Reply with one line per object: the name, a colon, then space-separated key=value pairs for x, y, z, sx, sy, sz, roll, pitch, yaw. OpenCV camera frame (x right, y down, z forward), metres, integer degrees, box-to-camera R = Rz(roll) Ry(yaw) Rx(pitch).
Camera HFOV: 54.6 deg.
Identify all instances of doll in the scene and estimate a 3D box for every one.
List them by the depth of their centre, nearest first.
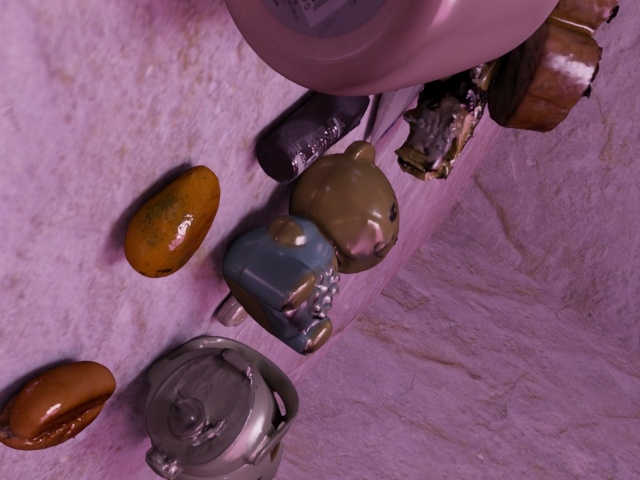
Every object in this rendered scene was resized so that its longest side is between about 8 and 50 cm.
doll: x=0.000 y=0.000 z=0.830 sx=0.260 sy=0.162 sz=0.177 roll=-47 pitch=145 yaw=-20

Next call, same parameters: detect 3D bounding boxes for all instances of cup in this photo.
cup: x=0.049 y=-0.226 z=0.399 sx=0.200 sy=0.192 sz=0.252 roll=-33 pitch=128 yaw=-49

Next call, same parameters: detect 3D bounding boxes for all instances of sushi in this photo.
sushi: x=0.210 y=-0.245 z=1.044 sx=0.131 sy=0.139 sz=0.290 roll=-8 pitch=123 yaw=-66

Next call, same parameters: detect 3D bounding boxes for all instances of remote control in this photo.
remote control: x=-0.109 y=0.078 z=0.945 sx=0.122 sy=0.032 sz=0.074 roll=-52 pitch=168 yaw=0

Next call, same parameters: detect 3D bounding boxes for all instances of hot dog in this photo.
hot dog: x=-0.248 y=0.152 z=0.598 sx=0.089 sy=0.060 sz=0.140 roll=-54 pitch=162 yaw=23

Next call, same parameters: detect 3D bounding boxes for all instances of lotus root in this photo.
lotus root: x=0.389 y=-0.382 z=1.075 sx=0.375 sy=0.111 sz=0.390 roll=-90 pitch=-168 yaw=-80

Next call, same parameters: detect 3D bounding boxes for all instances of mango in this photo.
mango: x=-0.131 y=-0.018 z=0.559 sx=0.114 sy=0.057 sz=0.079 roll=-59 pitch=165 yaw=-11

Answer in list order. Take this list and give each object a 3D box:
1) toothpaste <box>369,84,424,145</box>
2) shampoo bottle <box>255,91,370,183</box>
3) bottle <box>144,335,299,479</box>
toothpaste: x=0.125 y=-0.236 z=0.882 sx=0.100 sy=0.066 sz=0.323 roll=-50 pitch=172 yaw=-18
shampoo bottle: x=0.014 y=-0.144 z=0.715 sx=0.207 sy=0.063 sz=0.057 roll=-46 pitch=175 yaw=-31
bottle: x=-0.151 y=0.259 z=0.914 sx=0.229 sy=0.229 sz=0.351 roll=-48 pitch=163 yaw=-24
